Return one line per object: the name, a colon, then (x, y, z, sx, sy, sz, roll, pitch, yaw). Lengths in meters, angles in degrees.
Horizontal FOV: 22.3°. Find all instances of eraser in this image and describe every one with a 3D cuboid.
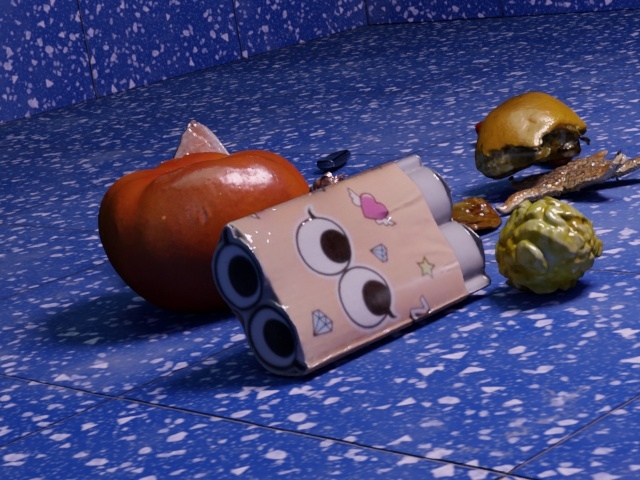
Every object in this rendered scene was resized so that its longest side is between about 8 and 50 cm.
eraser: (0.034, 0.024, 1.692, 0.290, 0.171, 0.087, -22, -10, -42)

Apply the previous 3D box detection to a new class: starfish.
starfish: (0.364, -0.092, 2.185, 0.231, 0.048, 0.295, -14, 4, 37)

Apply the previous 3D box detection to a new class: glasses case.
glasses case: (0.021, -0.127, 2.622, 0.033, 0.023, 0.083, -9, 10, 24)

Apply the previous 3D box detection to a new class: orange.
orange: (0.283, -0.146, 2.215, 0.160, 0.112, 0.170, -16, -9, 7)

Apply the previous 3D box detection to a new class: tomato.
tomato: (-0.132, -0.012, 1.897, 0.260, 0.180, 0.260, -7, 11, 1)

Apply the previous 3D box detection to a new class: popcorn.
popcorn: (0.244, 0.010, 1.729, 0.106, 0.116, 0.120, 16, -39, -19)

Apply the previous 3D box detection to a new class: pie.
pie: (0.167, -0.021, 2.046, 0.191, 0.033, 0.088, -14, 20, -41)

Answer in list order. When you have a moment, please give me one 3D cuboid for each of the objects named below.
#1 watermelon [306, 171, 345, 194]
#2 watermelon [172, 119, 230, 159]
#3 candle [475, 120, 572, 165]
watermelon: (-0.002, 0.022, 1.795, 0.098, 0.158, 0.121, -5, 41, 18)
watermelon: (-0.150, -0.038, 2.116, 0.207, 0.202, 0.136, -12, -26, -19)
candle: (0.312, -0.150, 2.469, 0.051, 0.048, 0.329, 30, 1, -19)
